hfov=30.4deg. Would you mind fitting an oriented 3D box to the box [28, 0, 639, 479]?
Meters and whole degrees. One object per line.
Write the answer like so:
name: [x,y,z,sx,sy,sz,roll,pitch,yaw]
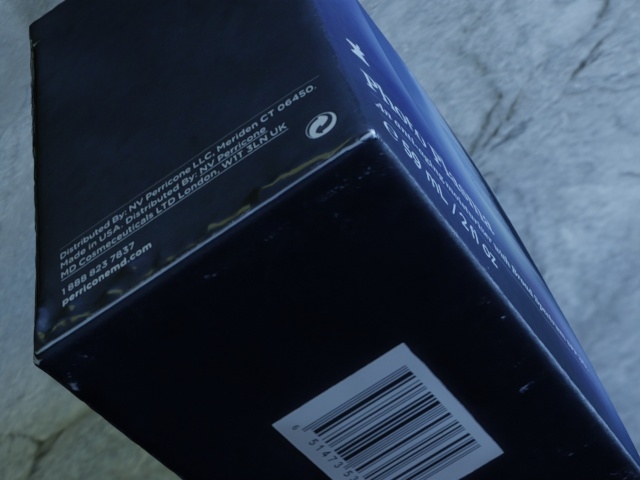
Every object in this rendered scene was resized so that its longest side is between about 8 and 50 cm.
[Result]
box: [0.000,0.000,0.653,0.182,0.296,0.294,-34,38,11]
